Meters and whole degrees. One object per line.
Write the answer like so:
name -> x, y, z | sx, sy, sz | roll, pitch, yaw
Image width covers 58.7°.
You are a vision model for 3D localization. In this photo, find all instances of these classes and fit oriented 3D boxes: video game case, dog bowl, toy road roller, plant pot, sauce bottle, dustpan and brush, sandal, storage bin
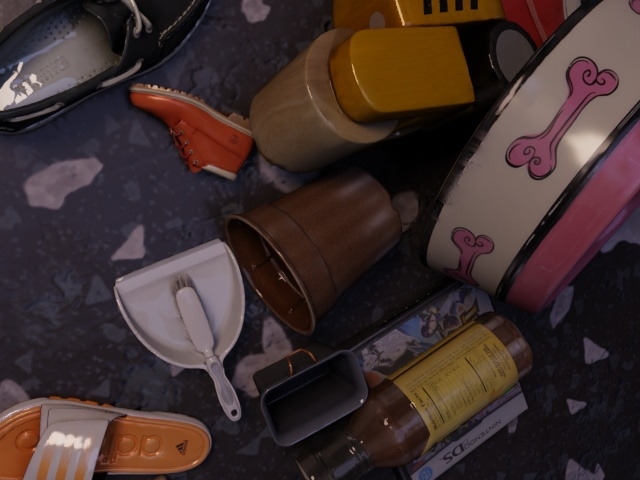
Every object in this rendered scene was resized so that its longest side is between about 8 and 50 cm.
video game case -> 0.183, 0.212, 0.868 | 0.248, 0.035, 0.274 | -29, 109, -17
dog bowl -> 0.308, -0.083, 0.680 | 0.408, 0.150, 0.408 | -40, 156, -22
toy road roller -> 0.069, -0.228, 0.652 | 0.330, 0.202, 0.240 | -19, 92, -33
plant pot -> 0.000, 0.000, 0.692 | 0.165, 0.167, 0.167 | -34, 110, -22
sauce bottle -> 0.126, 0.225, 0.769 | 0.344, 0.111, 0.111 | -29, 109, -15
dustpan and brush -> -0.143, 0.122, 0.696 | 0.147, 0.060, 0.211 | -23, 107, -19
sandal -> -0.250, 0.243, 0.661 | 0.265, 0.076, 0.101 | 8, 95, -24
storage bin -> -0.025, 0.183, 0.742 | 0.135, 0.091, 0.098 | -25, 107, -19

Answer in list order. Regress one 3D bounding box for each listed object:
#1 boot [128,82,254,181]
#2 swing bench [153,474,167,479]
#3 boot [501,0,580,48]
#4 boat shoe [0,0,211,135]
boot -> -0.152, -0.124, 0.657 | 0.158, 0.059, 0.084 | 21, 94, -26
swing bench -> -0.242, 0.471, 0.659 | 0.253, 0.165, 0.254 | -23, 112, -19
boot -> 0.281, -0.277, 0.817 | 0.176, 0.088, 0.244 | -26, 133, 12
boat shoe -> -0.227, -0.211, 0.588 | 0.302, 0.091, 0.114 | -45, 109, -12
